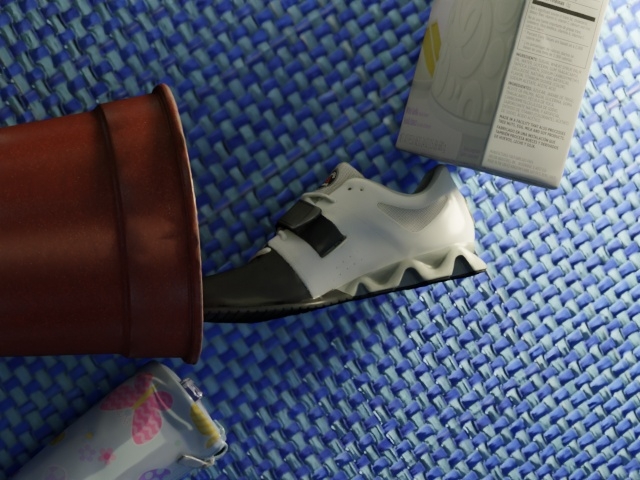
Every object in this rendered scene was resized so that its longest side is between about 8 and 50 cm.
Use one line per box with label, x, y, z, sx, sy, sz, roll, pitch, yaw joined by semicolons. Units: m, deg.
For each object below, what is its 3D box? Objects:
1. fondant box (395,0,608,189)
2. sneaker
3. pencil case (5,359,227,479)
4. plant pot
fondant box;0.196;-0.230;1.949;0.096;0.238;0.330;15;92;-20
sneaker;0.000;0.000;1.987;0.331;0.122;0.146;-13;88;-20
pencil case;-0.224;0.243;1.928;0.273;0.113;0.124;-39;87;-10
plant pot;-0.264;0.000;1.815;0.265;0.272;0.272;-7;100;-11
